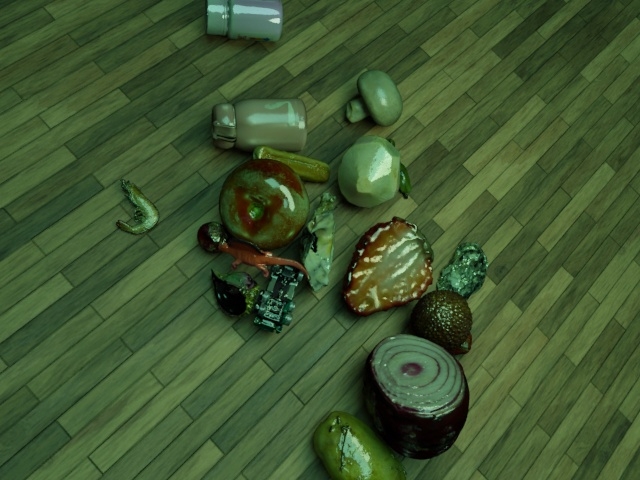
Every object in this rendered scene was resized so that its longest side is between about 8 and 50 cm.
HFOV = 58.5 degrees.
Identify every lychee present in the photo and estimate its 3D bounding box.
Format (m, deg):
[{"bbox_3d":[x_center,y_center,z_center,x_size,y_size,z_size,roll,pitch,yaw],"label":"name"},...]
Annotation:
[{"bbox_3d":[0.357,0.237,1.695,0.194,0.194,0.195,5,70,-13],"label":"lychee"}]

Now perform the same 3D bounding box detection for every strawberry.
[{"bbox_3d":[0.192,0.087,1.776,0.336,0.149,0.265,-41,103,-12],"label":"strawberry"},{"bbox_3d":[0.429,0.308,1.778,0.106,0.106,0.106,5,70,-13],"label":"strawberry"}]

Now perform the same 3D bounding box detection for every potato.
[{"bbox_3d":[0.110,0.609,1.564,0.300,0.140,0.173,46,60,5],"label":"potato"}]

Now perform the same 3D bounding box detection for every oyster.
[{"bbox_3d":[-0.011,0.000,1.732,0.100,0.271,0.276,6,100,9],"label":"oyster"},{"bbox_3d":[0.464,0.110,1.876,0.251,0.087,0.200,-12,78,-30],"label":"oyster"}]

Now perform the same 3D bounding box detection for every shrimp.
[{"bbox_3d":[-0.566,-0.095,1.697,0.124,0.034,0.178,-42,90,-17],"label":"shrimp"}]

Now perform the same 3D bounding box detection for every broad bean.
[{"bbox_3d":[0.266,-0.245,1.950,0.048,0.070,0.214,-20,86,-3],"label":"broad bean"}]

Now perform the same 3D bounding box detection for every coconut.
[{"bbox_3d":[0.154,-0.218,1.813,0.197,0.237,0.237,11,67,14],"label":"coconut"}]

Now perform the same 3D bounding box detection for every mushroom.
[{"bbox_3d":[0.176,-0.472,1.955,0.204,0.204,0.205,5,70,-13],"label":"mushroom"}]

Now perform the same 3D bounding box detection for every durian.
[{"bbox_3d":[-0.228,0.155,1.654,0.108,0.186,0.119,-14,117,-43],"label":"durian"}]

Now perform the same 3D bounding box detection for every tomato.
[{"bbox_3d":[-0.160,-0.111,1.691,0.269,0.222,0.271,3,106,12],"label":"tomato"}]

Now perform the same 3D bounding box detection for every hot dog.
[{"bbox_3d":[-0.090,-0.242,1.808,0.285,0.061,0.088,16,90,-38],"label":"hot dog"}]

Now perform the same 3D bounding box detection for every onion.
[{"bbox_3d":[-0.316,-0.007,1.701,0.107,0.097,0.107,25,28,-15],"label":"onion"},{"bbox_3d":[0.265,0.445,1.598,0.281,0.260,0.337,-16,36,-17],"label":"onion"}]

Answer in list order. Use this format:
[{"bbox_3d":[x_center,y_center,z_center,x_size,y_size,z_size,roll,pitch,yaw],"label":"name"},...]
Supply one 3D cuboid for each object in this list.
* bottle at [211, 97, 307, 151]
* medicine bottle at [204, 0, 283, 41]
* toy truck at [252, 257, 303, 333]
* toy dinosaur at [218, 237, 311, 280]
[{"bbox_3d":[-0.195,-0.360,1.795,0.296,0.206,0.173,-2,116,-15],"label":"bottle"},{"bbox_3d":[-0.263,-0.761,1.945,0.254,0.152,0.152,0,71,-14],"label":"medicine bottle"},{"bbox_3d":[-0.130,0.168,1.675,0.110,0.116,0.216,21,60,-8],"label":"toy truck"},{"bbox_3d":[-0.166,0.038,1.594,0.285,0.139,0.070,12,56,18],"label":"toy dinosaur"}]
